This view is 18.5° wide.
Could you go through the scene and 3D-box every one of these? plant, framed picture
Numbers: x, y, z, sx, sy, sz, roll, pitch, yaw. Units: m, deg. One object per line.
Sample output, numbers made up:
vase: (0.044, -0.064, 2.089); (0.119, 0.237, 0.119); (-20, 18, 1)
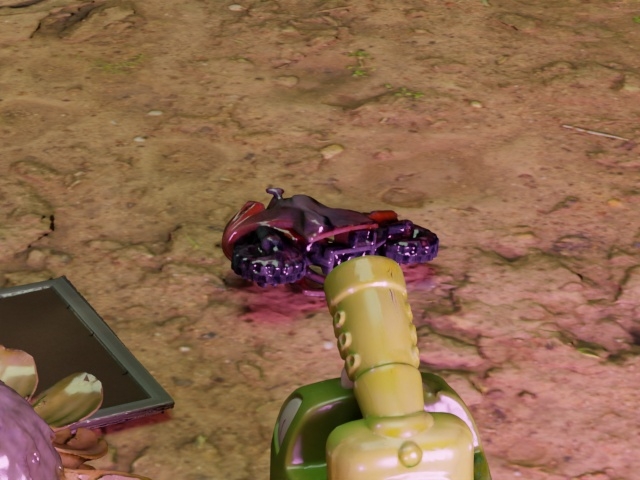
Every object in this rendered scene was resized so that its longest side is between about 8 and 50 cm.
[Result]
plant: (-0.248, 0.162, 1.246); (0.261, 0.297, 0.306); (-32, 44, 1)
framed picture: (-0.264, 0.102, 1.593); (0.217, 0.017, 0.274); (-10, 25, -22)

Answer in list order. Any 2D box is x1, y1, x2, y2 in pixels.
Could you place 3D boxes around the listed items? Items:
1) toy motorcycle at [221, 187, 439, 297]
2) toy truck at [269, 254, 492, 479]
toy motorcycle: (0.000, 0.000, 1.751); (0.212, 0.084, 0.118); (-7, 22, -35)
toy truck: (0.043, 0.140, 1.293); (0.148, 0.210, 0.187); (-4, 41, -9)
